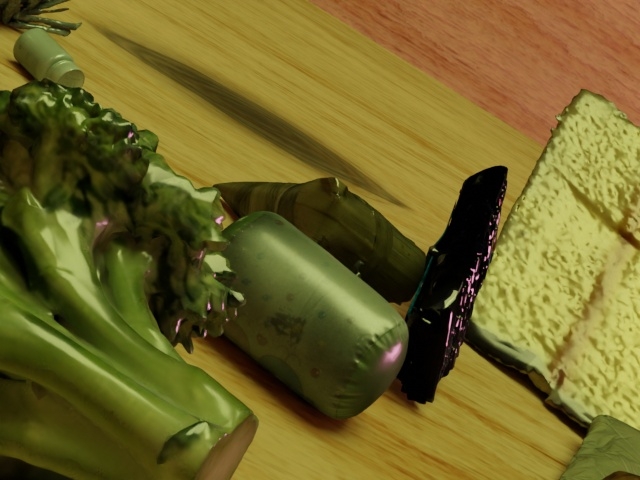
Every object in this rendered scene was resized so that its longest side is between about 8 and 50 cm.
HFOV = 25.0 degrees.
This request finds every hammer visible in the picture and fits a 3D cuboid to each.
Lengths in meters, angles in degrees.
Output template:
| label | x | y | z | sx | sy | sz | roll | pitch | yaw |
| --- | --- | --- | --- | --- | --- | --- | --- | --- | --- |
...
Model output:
| label | x | y | z | sx | sy | sz | roll | pitch | yaw |
| --- | --- | --- | --- | --- | --- | --- | --- | --- | --- |
| hammer | 0.010 | 0.063 | 1.395 | 0.206 | 0.119 | 0.335 | 40 | 11 | 11 |

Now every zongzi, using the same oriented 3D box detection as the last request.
| label | x | y | z | sx | sy | sz | roll | pitch | yaw |
| --- | --- | --- | --- | --- | --- | --- | --- | --- | --- |
| zongzi | 0.002 | 0.000 | 1.617 | 0.204 | 0.094 | 0.205 | 10 | -18 | 46 |

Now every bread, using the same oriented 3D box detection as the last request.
| label | x | y | z | sx | sy | sz | roll | pitch | yaw |
| --- | --- | --- | --- | --- | --- | --- | --- | --- | --- |
| bread | 0.370 | 0.037 | 1.773 | 0.346 | 0.405 | 0.242 | 26 | 3 | 17 |

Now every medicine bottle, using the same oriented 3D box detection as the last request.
| label | x | y | z | sx | sy | sz | roll | pitch | yaw |
| --- | --- | --- | --- | --- | --- | --- | --- | --- | --- |
| medicine bottle | -0.302 | -0.196 | 1.606 | 0.083 | 0.047 | 0.047 | 44 | 19 | 28 |

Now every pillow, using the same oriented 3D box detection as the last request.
| label | x | y | z | sx | sy | sz | roll | pitch | yaw |
| --- | --- | --- | --- | --- | --- | --- | --- | --- | --- |
| pillow | 0.380 | 0.296 | 1.482 | 0.281 | 0.076 | 0.274 | 37 | 18 | 11 |

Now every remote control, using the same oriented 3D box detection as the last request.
| label | x | y | z | sx | sy | sz | roll | pitch | yaw |
| --- | --- | --- | --- | --- | --- | --- | --- | --- | --- |
| remote control | 0.145 | 0.039 | 1.575 | 0.062 | 0.144 | 0.399 | 13 | 25 | 10 |

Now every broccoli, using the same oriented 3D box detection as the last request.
| label | x | y | z | sx | sy | sz | roll | pitch | yaw |
| --- | --- | --- | --- | --- | --- | --- | --- | --- | --- |
| broccoli | -0.168 | 0.062 | 0.770 | 0.260 | 0.288 | 0.235 | 30 | -2 | -8 |

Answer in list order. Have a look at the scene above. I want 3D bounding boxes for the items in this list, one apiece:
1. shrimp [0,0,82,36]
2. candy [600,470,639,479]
| label | x | y | z | sx | sy | sz | roll | pitch | yaw |
| --- | --- | --- | --- | --- | --- | --- | --- | --- | --- |
| shrimp | -0.373 | -0.330 | 1.686 | 0.410 | 0.166 | 0.221 | -37 | 105 | -59 |
| candy | 0.326 | 0.319 | 1.283 | 0.271 | 0.101 | 0.143 | 46 | 25 | 18 |
